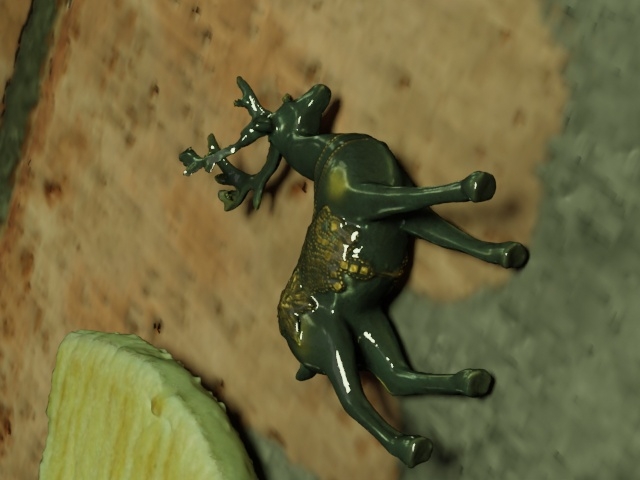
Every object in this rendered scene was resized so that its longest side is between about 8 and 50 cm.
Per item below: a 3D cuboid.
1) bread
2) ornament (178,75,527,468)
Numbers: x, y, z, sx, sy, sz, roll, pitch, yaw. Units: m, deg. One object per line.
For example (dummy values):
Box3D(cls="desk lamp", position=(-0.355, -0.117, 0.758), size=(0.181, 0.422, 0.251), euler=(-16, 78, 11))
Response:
Box3D(cls="bread", position=(-0.044, 0.124, 0.422), size=(0.112, 0.036, 0.193), euler=(-1, 82, 49))
Box3D(cls="ornament", position=(0.000, 0.000, 0.381), size=(0.125, 0.028, 0.073), euler=(30, 110, 49))
